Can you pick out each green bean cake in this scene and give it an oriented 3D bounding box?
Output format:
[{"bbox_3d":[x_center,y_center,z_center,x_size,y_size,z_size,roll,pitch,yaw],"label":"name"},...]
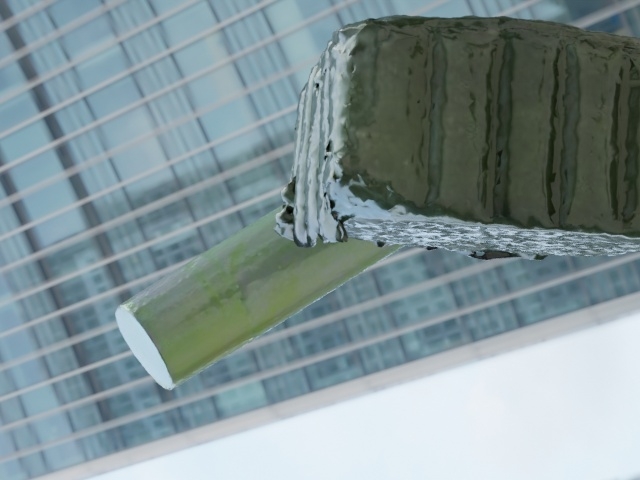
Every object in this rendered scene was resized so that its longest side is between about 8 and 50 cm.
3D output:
[{"bbox_3d":[0.089,-0.049,0.825,0.227,0.222,0.125,129,143,-80],"label":"green bean cake"}]

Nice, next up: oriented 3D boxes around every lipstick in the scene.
[{"bbox_3d":[0.000,0.000,1.017,0.304,0.076,0.076,-32,-78,-21],"label":"lipstick"}]
